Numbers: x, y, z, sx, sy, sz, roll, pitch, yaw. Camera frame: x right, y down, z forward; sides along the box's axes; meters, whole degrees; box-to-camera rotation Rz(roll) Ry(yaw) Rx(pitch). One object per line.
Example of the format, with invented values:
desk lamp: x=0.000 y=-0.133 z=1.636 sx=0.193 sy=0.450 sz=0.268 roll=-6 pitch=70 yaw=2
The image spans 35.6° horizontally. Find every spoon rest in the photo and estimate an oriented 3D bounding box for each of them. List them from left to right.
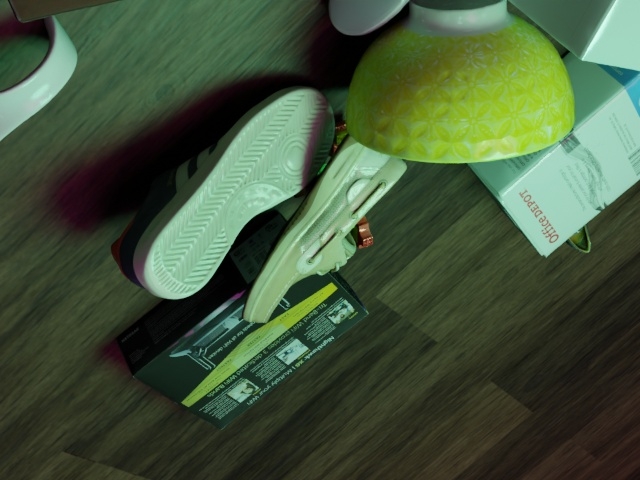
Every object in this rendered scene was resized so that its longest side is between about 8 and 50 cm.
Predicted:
spoon rest: x=-0.379 y=-0.135 z=1.049 sx=0.276 sy=0.084 sz=0.137 roll=-33 pitch=141 yaw=-4

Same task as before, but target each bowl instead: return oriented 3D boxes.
bowl: x=0.170 y=-0.221 z=1.222 sx=0.290 sy=0.289 sz=0.156 roll=-16 pitch=120 yaw=-22

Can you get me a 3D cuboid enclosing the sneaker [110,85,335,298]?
sneaker: x=-0.131 y=-0.077 z=1.270 sx=0.350 sy=0.148 sz=0.131 roll=-45 pitch=121 yaw=-25

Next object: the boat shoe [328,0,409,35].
boat shoe: x=0.114 y=-0.353 z=1.182 sx=0.267 sy=0.096 sz=0.088 roll=-55 pitch=157 yaw=22

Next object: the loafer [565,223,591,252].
loafer: x=0.438 y=-0.037 z=1.744 sx=0.062 sy=0.061 sz=0.170 roll=-40 pitch=140 yaw=7

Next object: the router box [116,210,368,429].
router box: x=-0.110 y=0.129 z=1.504 sx=0.309 sy=0.081 sz=0.243 roll=-38 pitch=140 yaw=3

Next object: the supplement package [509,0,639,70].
supplement package: x=0.312 y=-0.347 z=1.163 sx=0.175 sy=0.293 sz=0.177 roll=1 pitch=128 yaw=-37

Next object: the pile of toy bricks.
pile of toy bricks: x=0.022 y=-0.055 z=1.395 sx=0.118 sy=0.105 sz=0.212 roll=-21 pitch=138 yaw=-17

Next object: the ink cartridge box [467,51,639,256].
ink cartridge box: x=0.397 y=-0.152 z=1.546 sx=0.307 sy=0.129 sz=0.223 roll=-41 pitch=141 yaw=6

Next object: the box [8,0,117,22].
box: x=-0.120 y=-0.345 z=0.897 sx=0.382 sy=0.143 sz=0.191 roll=-13 pitch=138 yaw=-1

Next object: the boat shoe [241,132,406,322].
boat shoe: x=0.000 y=0.000 z=1.309 sx=0.098 sy=0.109 sz=0.302 roll=32 pitch=106 yaw=-5
